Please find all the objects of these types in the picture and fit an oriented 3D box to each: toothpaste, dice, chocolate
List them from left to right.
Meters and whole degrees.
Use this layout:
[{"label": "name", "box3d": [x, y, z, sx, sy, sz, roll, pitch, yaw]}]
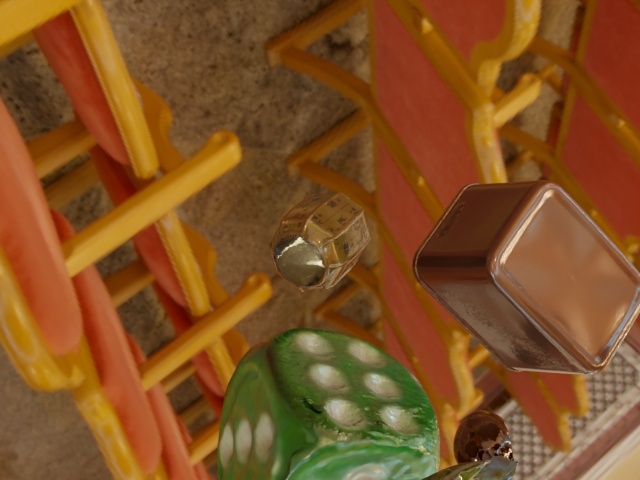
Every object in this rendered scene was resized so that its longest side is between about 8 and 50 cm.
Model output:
[{"label": "dice", "box3d": [0.004, 0.338, 1.459, 0.287, 0.297, 0.300, 10, 116, -22]}, {"label": "toothpaste", "box3d": [0.129, 0.371, 1.271, 0.248, 0.047, 0.078, -23, 164, -14]}, {"label": "chocolate", "box3d": [0.316, 0.396, 1.734, 0.124, 0.133, 0.127, -40, 122, 8]}]

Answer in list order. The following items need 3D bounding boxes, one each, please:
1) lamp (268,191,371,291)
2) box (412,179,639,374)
[{"label": "lamp", "box3d": [0.000, 0.000, 1.648, 0.185, 0.161, 0.161, -46, 164, -52]}, {"label": "box", "box3d": [0.386, 0.068, 1.620, 0.239, 0.339, 0.229, -53, -161, -18]}]
